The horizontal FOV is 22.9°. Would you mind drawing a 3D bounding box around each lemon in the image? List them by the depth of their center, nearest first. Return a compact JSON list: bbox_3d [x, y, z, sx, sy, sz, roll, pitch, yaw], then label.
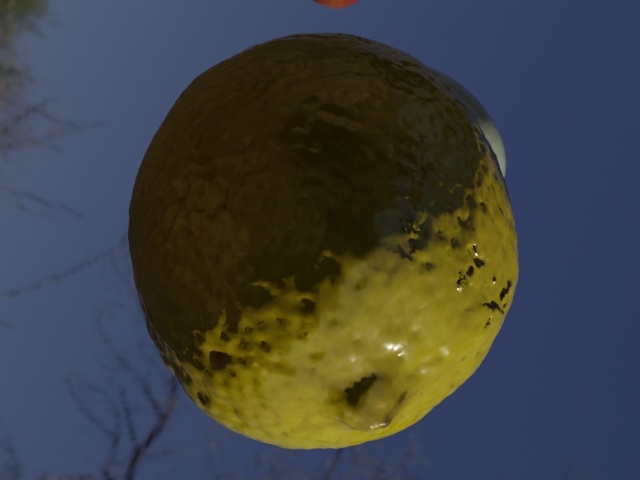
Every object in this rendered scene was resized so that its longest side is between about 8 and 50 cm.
[{"bbox_3d":[0.001,-0.001,0.995,0.267,0.267,0.267,-49,-156,31],"label":"lemon"}]

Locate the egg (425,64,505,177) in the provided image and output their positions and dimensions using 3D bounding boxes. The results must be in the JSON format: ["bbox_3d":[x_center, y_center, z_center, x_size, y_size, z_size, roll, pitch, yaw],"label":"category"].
[{"bbox_3d":[0.056,-0.076,1.456,0.186,0.253,0.187,-174,-90,-66],"label":"egg"}]

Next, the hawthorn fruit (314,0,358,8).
[{"bbox_3d":[0.029,-0.296,1.706,0.093,0.081,0.081,-22,-138,36],"label":"hawthorn fruit"}]
